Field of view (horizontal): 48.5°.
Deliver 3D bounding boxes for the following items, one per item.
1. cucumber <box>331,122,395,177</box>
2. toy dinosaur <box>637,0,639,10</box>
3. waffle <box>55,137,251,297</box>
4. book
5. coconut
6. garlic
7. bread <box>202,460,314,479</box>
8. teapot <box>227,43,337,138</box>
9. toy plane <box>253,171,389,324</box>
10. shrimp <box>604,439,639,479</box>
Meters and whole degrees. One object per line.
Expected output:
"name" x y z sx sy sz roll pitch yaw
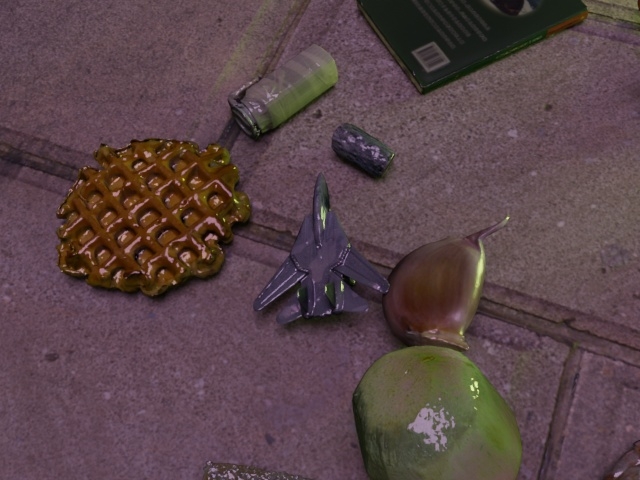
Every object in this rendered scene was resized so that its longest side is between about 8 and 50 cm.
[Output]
"cucumber" 0.076 -0.156 1.223 0.112 0.064 0.064 33 68 19
"toy dinosaur" 0.665 -0.278 1.237 0.208 0.097 0.432 -24 66 -20
"waffle" -0.279 -0.046 1.182 0.325 0.068 0.301 1 61 5
"book" 0.290 -0.451 1.383 0.371 0.043 0.260 -26 65 -9
"coconut" 0.148 0.252 0.919 0.236 0.235 0.204 26 59 16
"garlic" 0.179 0.056 1.062 0.149 0.128 0.266 15 62 17
"bread" -0.102 0.366 0.952 0.232 0.064 0.172 -30 66 -14
"teapot" -0.077 -0.278 1.290 0.200 0.077 0.107 -39 63 -16
"toy plane" 0.004 0.007 1.128 0.212 0.088 0.267 -10 48 14
"shrimp" 0.449 0.385 0.898 0.361 0.085 0.247 -26 59 -18
